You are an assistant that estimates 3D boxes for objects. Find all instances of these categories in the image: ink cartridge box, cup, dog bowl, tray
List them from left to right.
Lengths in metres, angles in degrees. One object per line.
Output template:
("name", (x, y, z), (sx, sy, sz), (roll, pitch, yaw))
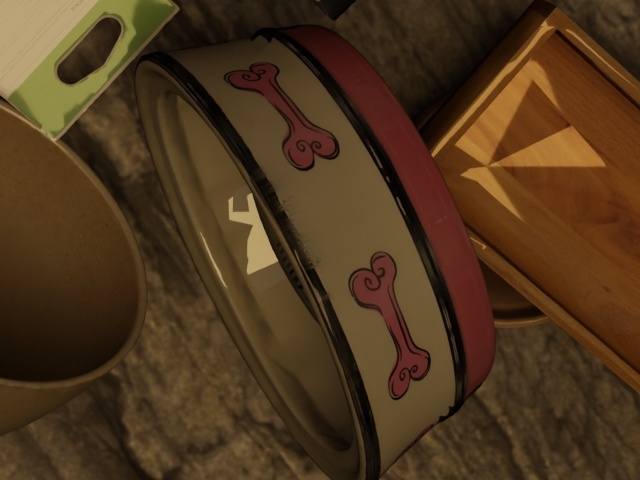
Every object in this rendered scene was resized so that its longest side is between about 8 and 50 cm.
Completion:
("cup", (-0.349, 0.056, 1.685), (0.331, 0.331, 0.237), (32, 124, -16))
("ink cartridge box", (-0.266, -0.226, 1.721), (0.235, 0.056, 0.171), (41, 98, -19))
("dog bowl", (0.000, 0.000, 1.662), (0.150, 0.408, 0.408), (-27, 109, -14))
("tray", (0.277, -0.002, 1.737), (0.411, 0.076, 0.203), (39, 96, -17))

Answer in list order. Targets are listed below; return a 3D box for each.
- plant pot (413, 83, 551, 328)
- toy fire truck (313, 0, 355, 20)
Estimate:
("plant pot", (0.171, -0.047, 1.808), (0.237, 0.110, 0.237), (-2, 107, -6))
("toy fire truck", (-0.019, -0.329, 1.648), (0.158, 0.217, 0.246), (-44, 96, 7))
